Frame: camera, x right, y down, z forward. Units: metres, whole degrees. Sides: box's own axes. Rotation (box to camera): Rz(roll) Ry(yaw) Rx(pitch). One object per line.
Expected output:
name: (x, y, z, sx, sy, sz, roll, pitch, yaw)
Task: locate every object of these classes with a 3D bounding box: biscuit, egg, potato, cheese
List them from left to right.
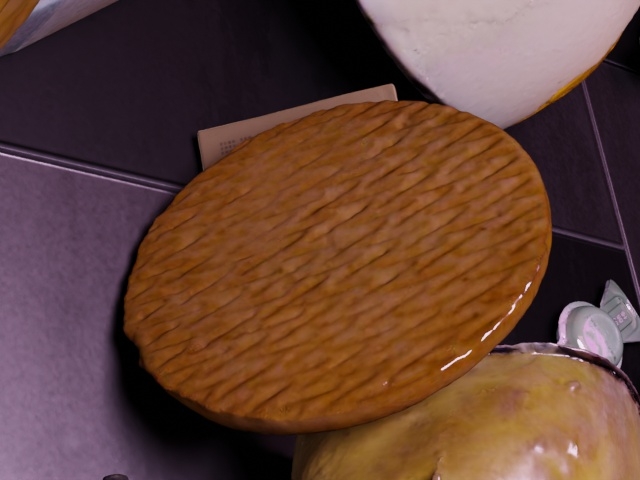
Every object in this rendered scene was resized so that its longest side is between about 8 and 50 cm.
biscuit: (0.009, 0.013, 0.913, 0.037, 0.262, 0.262, 67, 27, -43)
potato: (0.069, 0.208, 0.854, 0.229, 0.229, 0.266, 33, 45, -23)
egg: (0.146, -0.258, 1.184, 0.337, 0.201, 0.337, 44, 30, -34)
cheese: (0.221, 0.074, 1.216, 0.121, 0.026, 0.067, -28, 86, -49)

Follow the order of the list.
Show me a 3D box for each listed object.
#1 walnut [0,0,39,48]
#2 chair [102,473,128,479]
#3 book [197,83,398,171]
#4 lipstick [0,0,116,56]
walnut: (-0.244, -0.207, 0.680, 0.354, 0.398, 0.308, -5, 57, -50)
chair: (-0.083, 0.267, 0.722, 0.147, 0.136, 0.270, 21, 55, -32)
book: (0.000, 0.000, 0.990, 0.016, 0.138, 0.198, 66, 12, -64)
lipstick: (-0.133, -0.211, 1.026, 0.080, 0.076, 0.371, 53, 41, -3)
